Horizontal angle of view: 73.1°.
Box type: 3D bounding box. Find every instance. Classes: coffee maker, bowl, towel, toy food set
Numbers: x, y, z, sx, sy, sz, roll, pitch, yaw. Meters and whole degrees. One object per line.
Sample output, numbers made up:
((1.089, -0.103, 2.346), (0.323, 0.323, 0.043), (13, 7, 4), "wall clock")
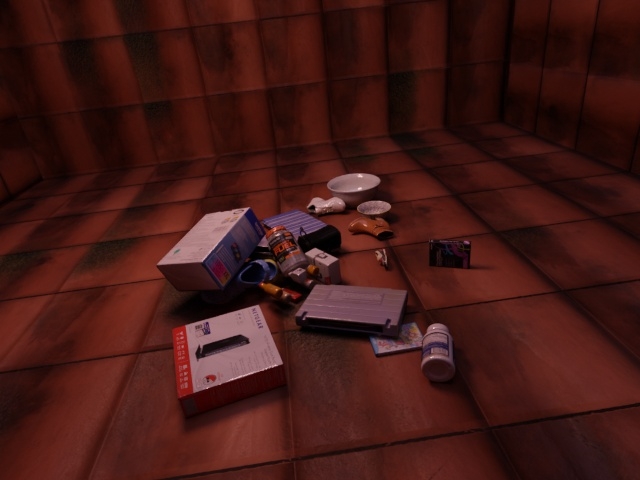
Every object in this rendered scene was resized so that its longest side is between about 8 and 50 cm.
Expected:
((0.000, 0.000, 1.908), (0.178, 0.171, 0.120), (-25, 59, -28), "coffee maker")
((0.275, -0.135, 2.212), (0.170, 0.080, 0.170), (-5, 26, 2), "bowl")
((-0.127, -0.073, 2.243), (0.243, 0.040, 0.336), (-21, 32, -29), "towel")
((-0.116, 0.166, 1.667), (0.104, 0.111, 0.232), (18, 38, 39), "toy food set")
((0.192, -0.270, 2.439), (0.298, 0.134, 0.298), (-5, 27, 3), "bowl")

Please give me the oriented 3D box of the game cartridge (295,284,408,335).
((0.116, 0.238, 1.518), (0.355, 0.068, 0.230), (2, 21, 20), "game cartridge")

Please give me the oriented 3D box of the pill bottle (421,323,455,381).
((0.346, 0.324, 1.270), (0.094, 0.094, 0.169), (1, 27, 15), "pill bottle")

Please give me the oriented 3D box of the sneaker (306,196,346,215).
((0.028, -0.174, 2.359), (0.232, 0.090, 0.115), (1, 33, 35), "sneaker")

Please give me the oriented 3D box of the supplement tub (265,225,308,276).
((-0.140, 0.042, 1.740), (0.117, 0.117, 0.190), (-21, 67, -27), "supplement tub")

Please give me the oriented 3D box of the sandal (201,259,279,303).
((-0.310, 0.149, 1.667), (0.317, 0.126, 0.138), (-25, -5, -11), "sandal")

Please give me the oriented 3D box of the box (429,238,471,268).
((0.520, 0.055, 1.741), (0.162, 0.116, 0.029), (4, 29, 21), "box")

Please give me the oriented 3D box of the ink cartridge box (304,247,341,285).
((0.010, 0.109, 1.756), (0.063, 0.109, 0.150), (-28, 34, -31), "ink cartridge box")

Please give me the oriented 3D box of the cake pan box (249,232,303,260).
((-0.224, 0.024, 1.949), (0.246, 0.070, 0.267), (2, 14, 11), "cake pan box")

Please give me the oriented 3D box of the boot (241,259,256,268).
((-0.362, 0.142, 1.790), (0.207, 0.094, 0.246), (3, 22, 26), "boot")

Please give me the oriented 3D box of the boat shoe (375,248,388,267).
((0.260, 0.077, 1.832), (0.043, 0.049, 0.137), (-8, 24, 4), "boat shoe")

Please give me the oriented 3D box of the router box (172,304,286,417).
((-0.297, 0.360, 1.358), (0.301, 0.082, 0.335), (-15, 28, -15), "router box")

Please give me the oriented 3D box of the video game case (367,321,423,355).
((0.245, 0.317, 1.394), (0.166, 0.015, 0.119), (-9, 27, -4), "video game case")

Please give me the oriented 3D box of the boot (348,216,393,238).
((0.243, -0.052, 2.070), (0.197, 0.073, 0.152), (-14, 31, -8), "boot")

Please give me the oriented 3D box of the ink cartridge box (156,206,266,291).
((-0.404, 0.013, 1.707), (0.270, 0.151, 0.395), (-5, 38, 34), "ink cartridge box")
